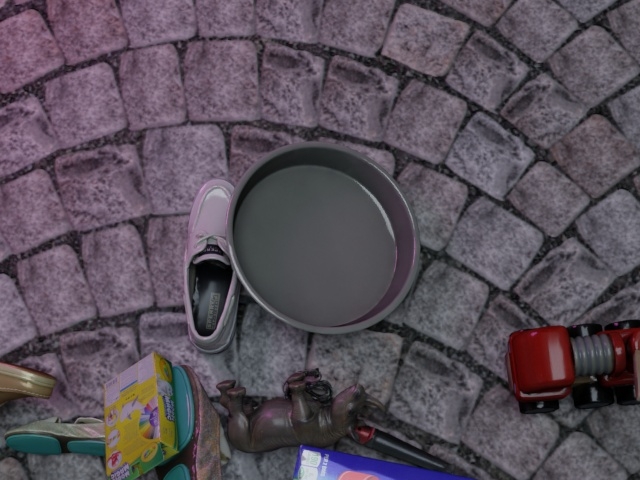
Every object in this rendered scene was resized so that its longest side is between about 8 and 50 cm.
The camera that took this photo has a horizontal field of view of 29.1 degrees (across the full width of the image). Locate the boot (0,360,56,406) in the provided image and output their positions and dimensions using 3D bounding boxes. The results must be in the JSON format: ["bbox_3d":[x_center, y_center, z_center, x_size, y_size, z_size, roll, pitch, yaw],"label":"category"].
[{"bbox_3d":[-0.496,0.266,1.710,0.262,0.095,0.203,1,73,18],"label":"boot"}]

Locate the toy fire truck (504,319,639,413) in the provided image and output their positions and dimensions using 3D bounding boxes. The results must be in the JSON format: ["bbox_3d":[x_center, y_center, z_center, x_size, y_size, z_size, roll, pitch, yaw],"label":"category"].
[{"bbox_3d":[0.377,0.173,1.675,0.217,0.246,0.158,-4,73,-1],"label":"toy fire truck"}]

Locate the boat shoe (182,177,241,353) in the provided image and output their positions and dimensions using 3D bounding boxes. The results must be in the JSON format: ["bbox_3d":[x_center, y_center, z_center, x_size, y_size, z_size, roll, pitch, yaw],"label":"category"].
[{"bbox_3d":[-0.158,0.029,1.803,0.096,0.088,0.267,7,74,2],"label":"boat shoe"}]

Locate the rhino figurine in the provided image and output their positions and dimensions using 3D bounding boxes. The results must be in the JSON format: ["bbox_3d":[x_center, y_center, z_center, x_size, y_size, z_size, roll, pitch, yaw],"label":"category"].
[{"bbox_3d":[-0.027,0.242,1.718,0.243,0.073,0.106,-7,102,16],"label":"rhino figurine"}]

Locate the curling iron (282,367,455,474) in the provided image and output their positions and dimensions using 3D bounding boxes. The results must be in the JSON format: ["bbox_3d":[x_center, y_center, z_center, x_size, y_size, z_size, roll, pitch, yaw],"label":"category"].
[{"bbox_3d":[0.067,0.264,1.754,0.274,0.035,0.068,30,94,9],"label":"curling iron"}]

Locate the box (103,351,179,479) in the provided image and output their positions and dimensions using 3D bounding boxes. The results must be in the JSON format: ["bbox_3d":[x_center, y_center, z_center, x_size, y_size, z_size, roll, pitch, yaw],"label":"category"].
[{"bbox_3d":[-0.248,0.253,1.701,0.105,0.043,0.179,-33,41,22],"label":"box"}]

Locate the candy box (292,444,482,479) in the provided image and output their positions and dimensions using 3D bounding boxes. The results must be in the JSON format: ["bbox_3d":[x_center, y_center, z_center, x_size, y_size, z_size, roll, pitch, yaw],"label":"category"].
[{"bbox_3d":[0.101,0.441,1.660,0.317,0.122,0.268,11,75,3],"label":"candy box"}]

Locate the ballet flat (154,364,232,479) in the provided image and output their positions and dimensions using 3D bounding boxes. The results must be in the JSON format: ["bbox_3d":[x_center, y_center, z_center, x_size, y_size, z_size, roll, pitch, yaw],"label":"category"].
[{"bbox_3d":[-0.172,0.317,1.698,0.108,0.106,0.316,-35,41,27],"label":"ballet flat"}]

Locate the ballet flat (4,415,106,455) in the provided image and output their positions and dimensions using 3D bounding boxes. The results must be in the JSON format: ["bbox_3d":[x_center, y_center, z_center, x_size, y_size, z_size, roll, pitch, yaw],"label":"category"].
[{"bbox_3d":[-0.362,0.276,1.757,0.168,0.057,0.052,6,45,-2],"label":"ballet flat"}]

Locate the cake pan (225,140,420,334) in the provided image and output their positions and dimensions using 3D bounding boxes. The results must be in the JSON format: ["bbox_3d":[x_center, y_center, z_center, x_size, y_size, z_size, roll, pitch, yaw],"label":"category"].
[{"bbox_3d":[0.000,0.000,1.794,0.293,0.054,0.293,6,70,-16],"label":"cake pan"}]
